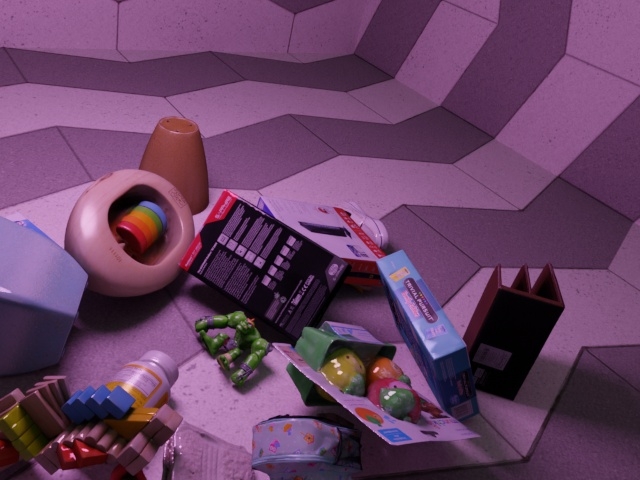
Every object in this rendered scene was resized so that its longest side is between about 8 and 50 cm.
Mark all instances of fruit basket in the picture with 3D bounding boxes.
[{"bbox_3d":[0.118,0.297,1.231,0.353,0.165,0.327,22,4,44],"label":"fruit basket"}]

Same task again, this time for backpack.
[{"bbox_3d":[-0.033,0.388,1.082,0.188,0.165,0.144,40,45,-39],"label":"backpack"}]

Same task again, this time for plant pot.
[{"bbox_3d":[-0.445,-0.239,1.845,0.237,0.254,0.237,11,32,-7],"label":"plant pot"},{"bbox_3d":[-0.628,0.126,1.232,0.252,0.247,0.248,19,29,-20],"label":"plant pot"}]

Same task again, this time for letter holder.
[{"bbox_3d":[0.455,0.198,1.490,0.152,0.302,0.214,17,32,4],"label":"letter holder"}]

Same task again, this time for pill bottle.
[{"bbox_3d":[-0.364,0.308,1.160,0.117,0.118,0.208,21,33,9],"label":"pill bottle"}]

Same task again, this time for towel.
[{"bbox_3d":[-0.183,0.446,1.011,0.187,0.049,0.282,36,23,-30],"label":"towel"}]

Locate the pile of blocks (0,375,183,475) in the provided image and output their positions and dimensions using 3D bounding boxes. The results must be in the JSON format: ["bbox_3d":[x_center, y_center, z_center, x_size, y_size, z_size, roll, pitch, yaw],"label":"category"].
[{"bbox_3d":[-0.419,0.313,0.989,0.362,0.149,0.112,-6,16,10],"label":"pile of blocks"}]

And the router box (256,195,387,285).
[{"bbox_3d":[0.000,0.000,1.740,0.301,0.082,0.335,7,27,-32],"label":"router box"}]

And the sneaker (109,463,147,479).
[{"bbox_3d":[-0.293,0.471,0.936,0.107,0.118,0.279,-6,37,-27],"label":"sneaker"}]

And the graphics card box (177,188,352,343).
[{"bbox_3d":[-0.136,0.064,1.488,0.371,0.233,0.094,30,-3,14],"label":"graphics card box"}]

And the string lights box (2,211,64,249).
[{"bbox_3d":[-0.728,0.035,1.472,0.259,0.077,0.133,32,36,25],"label":"string lights box"}]

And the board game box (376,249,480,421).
[{"bbox_3d":[0.249,0.220,1.414,0.079,0.254,0.336,-23,40,-2],"label":"board game box"}]

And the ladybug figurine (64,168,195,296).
[{"bbox_3d":[-0.479,-0.014,1.511,0.305,0.162,0.449,54,27,-12],"label":"ladybug figurine"}]

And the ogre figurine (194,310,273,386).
[{"bbox_3d":[-0.196,0.231,1.379,0.118,0.097,0.197,-29,34,-25],"label":"ogre figurine"}]

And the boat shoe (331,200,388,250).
[{"bbox_3d":[0.120,-0.048,1.931,0.088,0.096,0.267,-9,38,-26],"label":"boat shoe"}]

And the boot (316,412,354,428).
[{"bbox_3d":[0.021,0.408,1.242,0.087,0.042,0.118,11,31,5],"label":"boot"}]

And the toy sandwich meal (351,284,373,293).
[{"bbox_3d":[0.111,0.120,1.729,0.085,0.029,0.085,21,29,-12],"label":"toy sandwich meal"}]
